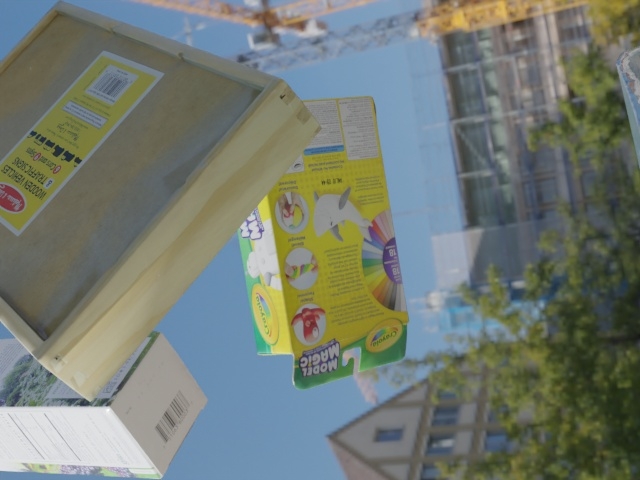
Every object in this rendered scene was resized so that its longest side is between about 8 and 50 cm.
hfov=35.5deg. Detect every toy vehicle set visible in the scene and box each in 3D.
[{"bbox_3d":[-0.135,-0.043,0.544,0.166,0.267,0.035,-50,-49,-10],"label":"toy vehicle set"}]

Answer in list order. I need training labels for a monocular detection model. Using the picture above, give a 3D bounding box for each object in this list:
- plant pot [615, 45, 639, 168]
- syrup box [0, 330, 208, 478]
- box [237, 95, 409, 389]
[{"bbox_3d":[0.268,0.044,0.401,0.248,0.247,0.252,-60,-41,-65],"label":"plant pot"},{"bbox_3d":[-0.236,0.153,0.933,0.096,0.236,0.093,62,-141,-29],"label":"syrup box"},{"bbox_3d":[0.000,0.000,0.648,0.105,0.043,0.179,-10,-90,-39],"label":"box"}]
